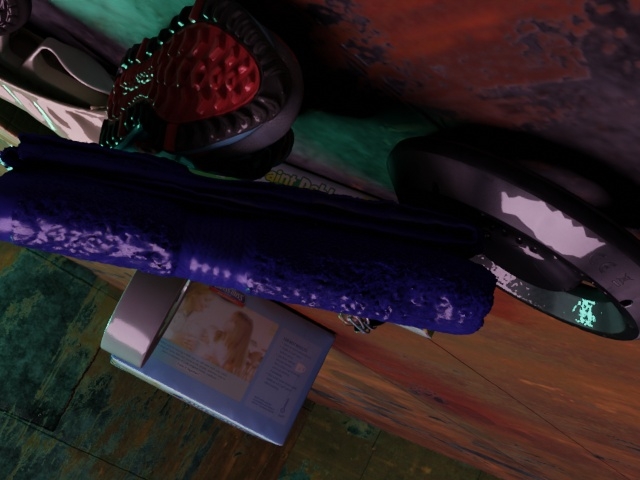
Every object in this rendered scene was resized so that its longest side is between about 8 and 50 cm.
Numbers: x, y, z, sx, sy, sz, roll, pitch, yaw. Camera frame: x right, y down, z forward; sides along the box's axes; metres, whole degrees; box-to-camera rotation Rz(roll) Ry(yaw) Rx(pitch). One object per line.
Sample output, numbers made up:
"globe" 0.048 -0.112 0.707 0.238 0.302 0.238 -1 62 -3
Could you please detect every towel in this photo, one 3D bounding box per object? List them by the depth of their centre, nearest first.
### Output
"towel" -0.052 -0.010 0.596 0.308 0.076 0.227 13 -178 -10

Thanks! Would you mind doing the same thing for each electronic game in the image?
"electronic game" 0.145 0.000 0.603 0.229 0.048 0.229 33 172 5

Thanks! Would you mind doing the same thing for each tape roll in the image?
"tape roll" -0.261 0.089 1.368 0.072 0.219 0.219 29 167 -3

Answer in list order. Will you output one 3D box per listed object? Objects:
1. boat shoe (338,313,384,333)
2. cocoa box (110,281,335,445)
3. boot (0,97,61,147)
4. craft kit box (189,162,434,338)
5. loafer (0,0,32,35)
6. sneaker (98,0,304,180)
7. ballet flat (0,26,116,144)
"boat shoe" 0.052 0.076 1.032 0.183 0.066 0.066 18 164 37
"cocoa box" -0.188 0.202 1.619 0.347 0.232 0.228 29 166 -8
"boot" -0.305 -0.092 0.943 0.262 0.095 0.203 28 148 -27
"craft kit box" 0.000 0.000 0.886 0.249 0.061 0.247 22 163 21
"loafer" -0.324 -0.225 0.663 0.219 0.078 0.080 18 139 -7
"sneaker" -0.062 -0.097 0.609 0.125 0.104 0.262 15 178 -29
"ballet flat" -0.269 -0.165 0.775 0.248 0.086 0.086 29 167 -10
